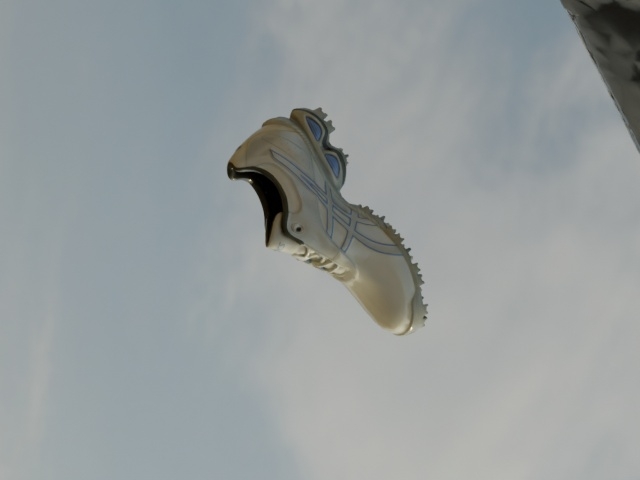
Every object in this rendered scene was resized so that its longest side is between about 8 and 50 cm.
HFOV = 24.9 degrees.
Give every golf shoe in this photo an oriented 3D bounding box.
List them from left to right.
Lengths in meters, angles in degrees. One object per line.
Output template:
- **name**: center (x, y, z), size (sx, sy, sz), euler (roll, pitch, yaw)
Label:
- **golf shoe**: center (0.000, 0.000, 0.982), size (0.176, 0.086, 0.069), euler (56, -34, 2)

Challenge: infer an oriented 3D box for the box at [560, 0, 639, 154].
- **box**: center (0.416, -0.250, 1.218), size (0.212, 0.293, 0.395), euler (17, -116, 43)
